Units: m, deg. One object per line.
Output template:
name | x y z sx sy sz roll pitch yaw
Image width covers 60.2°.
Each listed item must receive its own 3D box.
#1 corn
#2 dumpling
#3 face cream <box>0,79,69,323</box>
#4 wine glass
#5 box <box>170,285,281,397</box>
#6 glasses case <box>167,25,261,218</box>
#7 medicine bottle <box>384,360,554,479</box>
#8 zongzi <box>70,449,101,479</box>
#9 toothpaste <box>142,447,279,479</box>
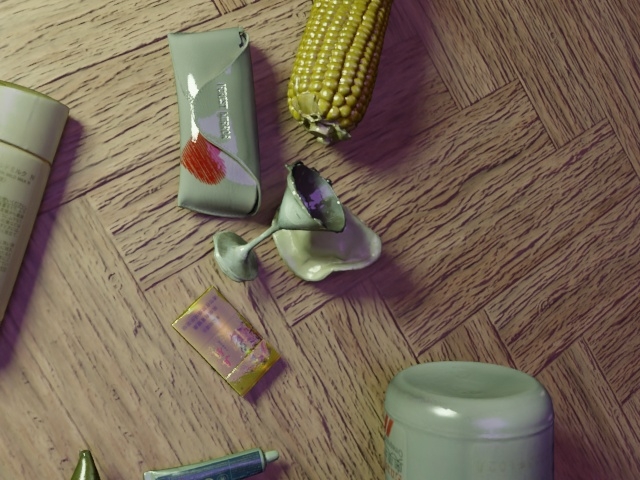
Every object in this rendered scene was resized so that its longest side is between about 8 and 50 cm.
corn | 0.040 -0.346 0.917 0.143 0.144 0.388 16 75 -17
dumpling | 0.002 0.001 0.877 0.169 0.100 0.134 36 84 -10
face cream | -0.459 -0.050 0.712 0.173 0.081 0.349 22 75 -41
wine glass | -0.064 -0.017 0.807 0.122 0.182 0.122 38 33 -30
box | -0.142 0.153 0.843 0.089 0.022 0.156 -43 98 -19
glasses case | -0.161 -0.190 0.849 0.128 0.083 0.309 -3 84 -21
medicine bottle | 0.219 0.357 0.829 0.244 0.245 0.307 -2 92 -20
zongzi | -0.364 0.434 0.672 0.250 0.125 0.275 -17 86 -28
toothpaste | -0.155 0.340 0.808 0.197 0.035 0.057 -10 80 -18
